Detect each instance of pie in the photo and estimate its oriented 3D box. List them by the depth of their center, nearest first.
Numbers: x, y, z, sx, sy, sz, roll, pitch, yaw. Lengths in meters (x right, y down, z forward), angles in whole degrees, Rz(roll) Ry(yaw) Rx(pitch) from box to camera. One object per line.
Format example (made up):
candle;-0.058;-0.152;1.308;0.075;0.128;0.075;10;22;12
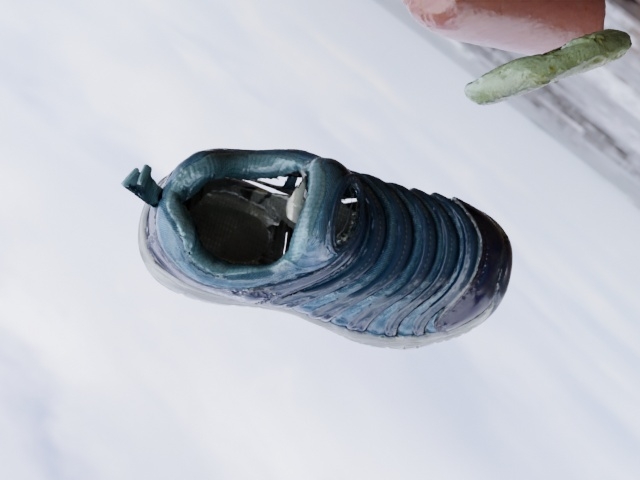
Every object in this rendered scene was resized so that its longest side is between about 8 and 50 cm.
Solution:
pie;0.106;-0.081;0.547;0.085;0.085;0.017;-39;-71;-79

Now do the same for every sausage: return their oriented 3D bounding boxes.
sausage;0.110;-0.143;0.683;0.154;0.062;0.062;0;-145;-44

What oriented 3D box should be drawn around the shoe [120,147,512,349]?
shoe;0.000;0.000;0.616;0.207;0.091;0.106;10;167;-1
